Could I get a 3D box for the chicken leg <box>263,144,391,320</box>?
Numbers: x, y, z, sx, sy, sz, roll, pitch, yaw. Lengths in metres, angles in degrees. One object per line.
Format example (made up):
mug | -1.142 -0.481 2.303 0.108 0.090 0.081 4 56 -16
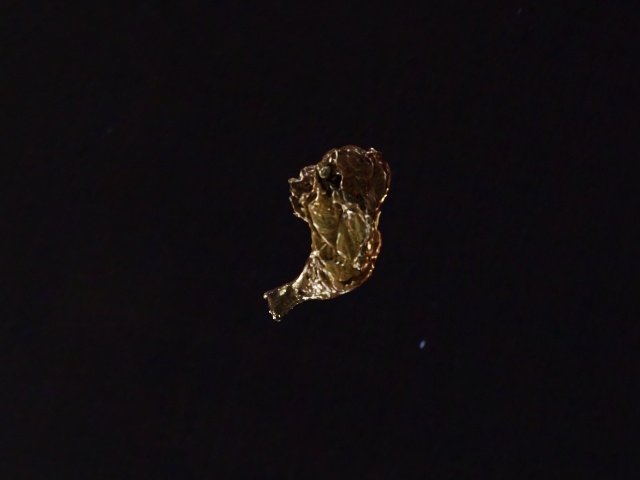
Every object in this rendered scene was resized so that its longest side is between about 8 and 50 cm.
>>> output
chicken leg | 0.004 0.002 0.772 0.062 0.037 0.145 26 -45 11
